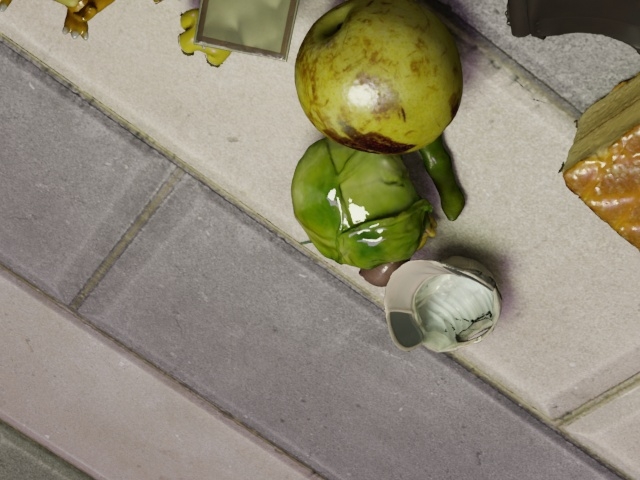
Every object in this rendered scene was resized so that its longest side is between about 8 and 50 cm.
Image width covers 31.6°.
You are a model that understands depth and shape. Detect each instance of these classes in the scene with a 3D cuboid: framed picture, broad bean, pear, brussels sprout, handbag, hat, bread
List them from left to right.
[{"bbox_3d":[-0.114,-0.425,1.886,0.173,0.010,0.231,14,96,12],"label":"framed picture"},{"bbox_3d":[0.075,-0.076,2.076,0.294,0.227,0.259,-6,107,64],"label":"brussels sprout"},{"bbox_3d":[0.099,-0.267,1.866,0.284,0.283,0.283,13,135,13],"label":"pear"},{"bbox_3d":[0.231,0.106,2.201,0.232,0.161,0.275,-44,138,20],"label":"hat"},{"bbox_3d":[0.222,-0.130,2.096,0.053,0.052,0.256,43,162,50],"label":"broad bean"},{"bbox_3d":[0.422,-0.397,1.699,0.285,0.113,0.257,6,140,10],"label":"handbag"},{"bbox_3d":[0.582,-0.131,1.812,0.279,0.207,0.279,38,134,-12],"label":"bread"}]

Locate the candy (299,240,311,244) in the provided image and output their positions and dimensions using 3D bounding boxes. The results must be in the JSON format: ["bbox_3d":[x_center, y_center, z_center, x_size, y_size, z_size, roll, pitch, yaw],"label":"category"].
[{"bbox_3d":[0.000,0.000,2.338,0.123,0.035,0.035,-13,143,43],"label":"candy"}]

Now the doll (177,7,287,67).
[{"bbox_3d":[-0.134,-0.381,1.965,0.221,0.143,0.135,-12,156,40],"label":"doll"}]

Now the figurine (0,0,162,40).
[{"bbox_3d":[-0.428,-0.528,1.837,0.401,0.268,0.387,36,145,-5],"label":"figurine"}]

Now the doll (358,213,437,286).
[{"bbox_3d":[0.146,0.011,2.213,0.096,0.145,0.188,40,100,-17],"label":"doll"}]
